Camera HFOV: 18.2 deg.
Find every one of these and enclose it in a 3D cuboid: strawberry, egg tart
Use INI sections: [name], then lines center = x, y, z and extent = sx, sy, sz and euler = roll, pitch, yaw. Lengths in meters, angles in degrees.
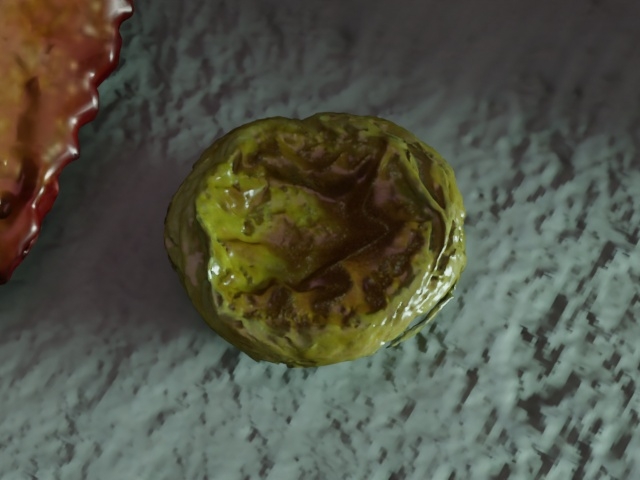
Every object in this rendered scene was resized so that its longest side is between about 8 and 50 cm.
[strawberry]
center = -0.179, -0.080, 0.888
extent = 0.190, 0.111, 0.236
euler = 0, 83, -9
[egg tart]
center = 0.000, 0.000, 0.851
extent = 0.130, 0.052, 0.130
euler = -2, 61, 4
